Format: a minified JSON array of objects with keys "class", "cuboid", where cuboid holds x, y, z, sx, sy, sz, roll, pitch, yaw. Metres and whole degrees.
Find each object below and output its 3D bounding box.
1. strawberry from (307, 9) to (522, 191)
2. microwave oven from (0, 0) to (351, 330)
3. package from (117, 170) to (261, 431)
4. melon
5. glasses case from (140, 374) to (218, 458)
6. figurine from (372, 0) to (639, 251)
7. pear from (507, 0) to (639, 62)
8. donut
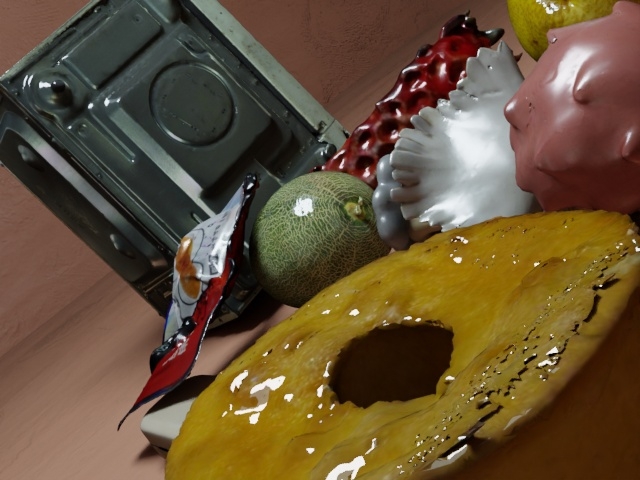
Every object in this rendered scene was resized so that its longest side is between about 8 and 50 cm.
[{"class":"strawberry","cuboid":[0.129,-0.119,1.069,0.280,0.150,0.253,-45,-6,-32]},{"class":"microwave oven","cuboid":[-0.187,-0.125,1.199,0.333,0.394,0.247,-51,11,-29]},{"class":"package","cuboid":[-0.123,0.056,0.934,0.194,0.071,0.269,125,161,-51]},{"class":"melon","cuboid":[0.000,0.000,0.942,0.139,0.139,0.192,-44,3,-36]},{"class":"glasses case","cuboid":[-0.099,0.159,0.807,0.083,0.050,0.196,-43,13,-23]},{"class":"figurine","cuboid":[0.198,-0.077,0.698,0.387,0.166,0.207,-20,53,46]},{"class":"pear","cuboid":[0.321,-0.295,1.083,0.209,0.209,0.209,-34,12,8]},{"class":"donut","cuboid":[0.056,0.092,0.471,0.278,0.108,0.277,-30,13,8]}]
